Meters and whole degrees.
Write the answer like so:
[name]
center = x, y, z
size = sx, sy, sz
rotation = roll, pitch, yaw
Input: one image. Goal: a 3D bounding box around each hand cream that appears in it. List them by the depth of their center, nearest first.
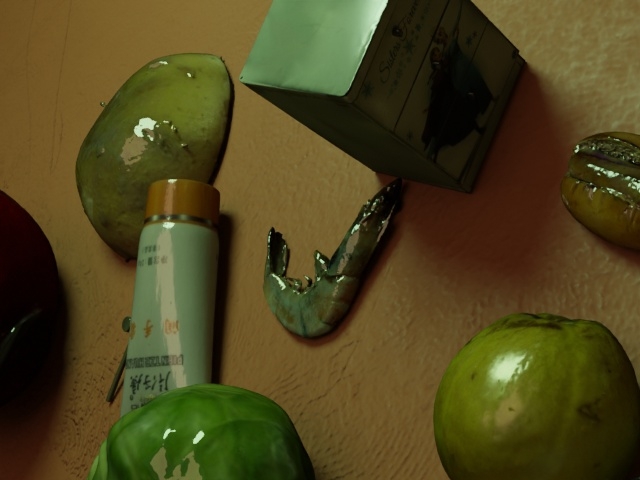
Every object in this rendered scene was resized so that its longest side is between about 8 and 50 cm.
[hand cream]
center = -0.170, 0.091, 1.061
size = 0.139, 0.089, 0.314
rotation = -12, 71, 33

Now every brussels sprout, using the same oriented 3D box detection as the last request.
[brussels sprout]
center = -0.112, 0.245, 0.845
size = 0.244, 0.244, 0.244
rotation = -20, 57, 35

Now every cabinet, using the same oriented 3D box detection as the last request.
[cabinet]
center = 0.066, -0.157, 0.872
size = 0.150, 0.206, 0.145
rotation = 17, 81, 45

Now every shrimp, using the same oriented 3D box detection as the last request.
[shrimp]
center = 0.002, 0.001, 0.980
size = 0.148, 0.035, 0.195
rotation = 35, 96, 49

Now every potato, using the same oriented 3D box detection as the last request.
[potato]
center = -0.239, -0.129, 1.215
size = 0.239, 0.116, 0.299
rotation = 3, 70, 48

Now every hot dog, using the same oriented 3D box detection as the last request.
[hot dog]
center = 0.251, -0.038, 0.749
size = 0.140, 0.060, 0.090
rotation = 43, 105, 42

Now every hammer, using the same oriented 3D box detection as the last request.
[hammer]
center = -0.236, 0.146, 1.130
size = 0.019, 0.035, 0.110
rotation = 27, 98, 47

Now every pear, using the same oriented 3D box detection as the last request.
[pear]
center = 0.158, 0.129, 0.688
size = 0.148, 0.148, 0.162
rotation = 13, 82, 45

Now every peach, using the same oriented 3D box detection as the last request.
[peach]
center = -0.503, 0.074, 1.193
size = 0.310, 0.406, 0.335
rotation = 29, 78, 16

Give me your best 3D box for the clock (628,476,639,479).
[clock]
center = 0.200, 0.204, 0.606
size = 0.198, 0.172, 0.064
rotation = -16, 49, -9
